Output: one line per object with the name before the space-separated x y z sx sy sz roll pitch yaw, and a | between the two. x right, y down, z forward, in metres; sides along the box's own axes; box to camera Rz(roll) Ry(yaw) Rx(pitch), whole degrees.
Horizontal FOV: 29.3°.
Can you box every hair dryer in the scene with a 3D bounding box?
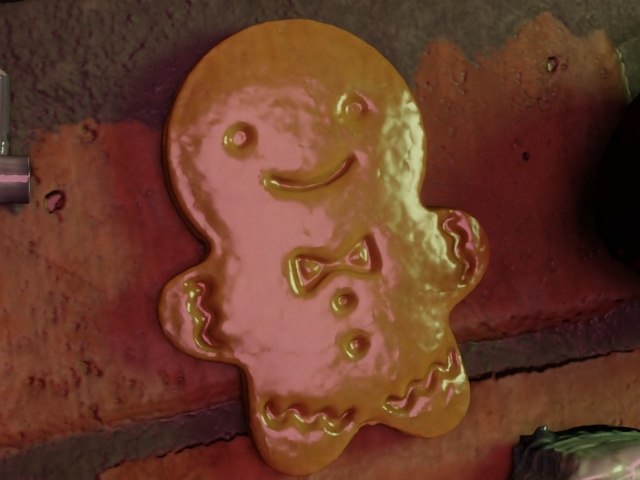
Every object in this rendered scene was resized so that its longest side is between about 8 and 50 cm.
hair dryer | -0.249 -0.084 0.918 0.063 0.037 0.114 2 79 -13

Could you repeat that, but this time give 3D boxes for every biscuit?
biscuit | 0.000 0.000 0.965 0.275 0.052 0.355 -11 91 -14

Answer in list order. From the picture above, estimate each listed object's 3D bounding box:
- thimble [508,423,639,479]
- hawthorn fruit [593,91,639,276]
thimble | 0.244 0.254 0.963 0.237 0.150 0.237 1 86 -13
hawthorn fruit | 0.346 -0.039 0.978 0.250 0.215 0.215 35 80 -9
